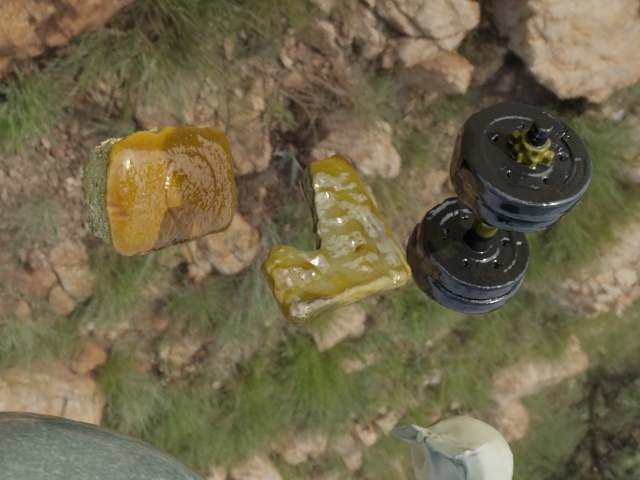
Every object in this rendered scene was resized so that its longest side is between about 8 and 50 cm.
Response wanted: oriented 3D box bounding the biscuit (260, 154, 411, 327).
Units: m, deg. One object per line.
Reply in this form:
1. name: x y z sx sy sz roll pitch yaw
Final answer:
1. biscuit: 0.000 0.000 1.020 0.183 0.174 0.039 -24 168 -36

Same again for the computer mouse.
1. computer mouse: -0.187 0.192 0.693 0.203 0.114 0.374 -2 165 36

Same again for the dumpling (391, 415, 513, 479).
1. dumpling: 0.163 0.278 1.168 0.111 0.155 0.181 -37 136 -33

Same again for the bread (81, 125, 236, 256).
1. bread: -0.224 -0.075 1.301 0.245 0.121 0.174 -15 101 -55

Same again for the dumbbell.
1. dumbbell: 0.243 -0.038 1.303 0.185 0.185 0.388 -12 149 -21
